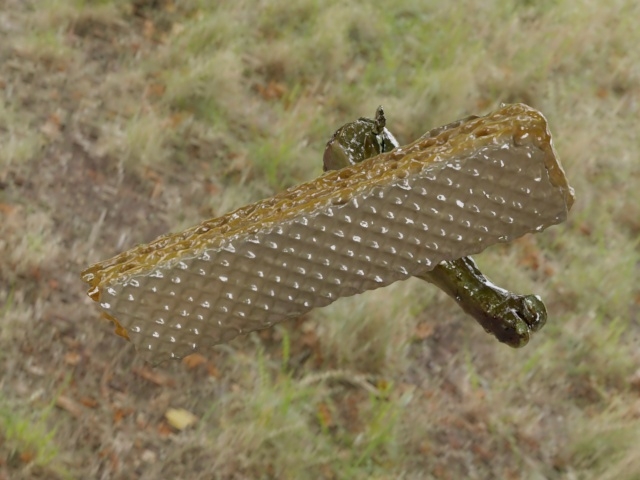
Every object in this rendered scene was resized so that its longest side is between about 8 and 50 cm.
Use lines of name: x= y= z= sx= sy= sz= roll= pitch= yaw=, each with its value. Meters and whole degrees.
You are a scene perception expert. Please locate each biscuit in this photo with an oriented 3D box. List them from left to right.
biscuit: x=0.000 y=0.000 z=1.043 sx=0.379 sy=0.094 sz=0.054 roll=-20 pitch=33 yaw=12

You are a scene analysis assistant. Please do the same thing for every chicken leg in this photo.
chicken leg: x=0.124 y=0.002 z=1.819 sx=0.140 sy=0.211 sz=0.361 roll=-38 pitch=94 yaw=-14
